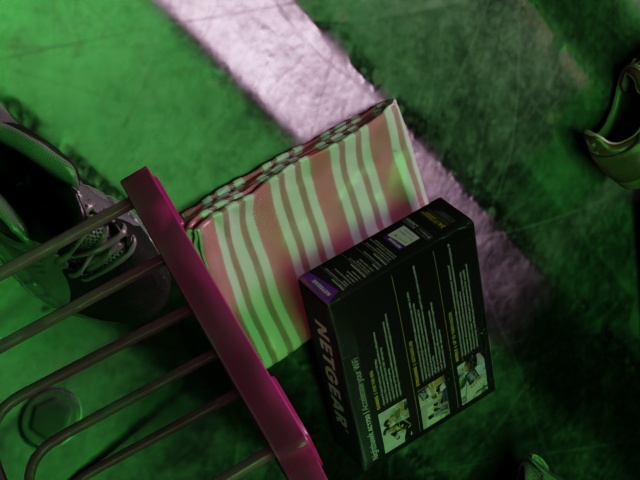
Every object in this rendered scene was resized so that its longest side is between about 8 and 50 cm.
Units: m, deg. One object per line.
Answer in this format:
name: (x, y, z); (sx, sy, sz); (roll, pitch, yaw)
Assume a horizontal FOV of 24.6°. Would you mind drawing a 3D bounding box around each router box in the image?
router box: (0.062, 0.073, 1.116); (0.133, 0.046, 0.179); (-29, 131, -21)

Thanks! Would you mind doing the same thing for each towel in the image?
towel: (0.000, 0.000, 1.084); (0.197, 0.029, 0.144); (-31, 120, -19)

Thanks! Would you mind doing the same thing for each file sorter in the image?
file sorter: (-0.103, 0.143, 0.894); (0.182, 0.202, 0.290); (-29, 149, -6)

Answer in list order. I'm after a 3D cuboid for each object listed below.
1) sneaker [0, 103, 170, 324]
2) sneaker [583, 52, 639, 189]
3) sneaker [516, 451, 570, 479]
sneaker: (-0.162, -0.003, 0.921); (0.086, 0.132, 0.229); (-51, 124, -7)
sneaker: (0.285, -0.132, 1.188); (0.071, 0.066, 0.188); (35, 86, -34)
sneaker: (0.117, 0.297, 1.234); (0.281, 0.105, 0.115); (-43, 93, -10)
